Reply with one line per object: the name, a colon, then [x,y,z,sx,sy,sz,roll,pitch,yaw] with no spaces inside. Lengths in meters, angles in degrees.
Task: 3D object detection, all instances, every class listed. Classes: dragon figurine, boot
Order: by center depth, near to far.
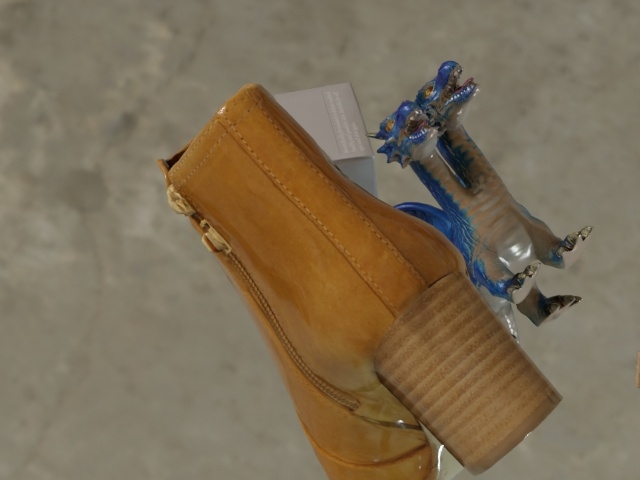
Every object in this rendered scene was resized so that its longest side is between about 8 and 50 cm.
boot: [0.005,0.031,0.954,0.104,0.295,0.211,-40,84,-16]
dragon figurine: [0.096,0.002,1.287,0.085,0.144,0.289,-36,154,-19]

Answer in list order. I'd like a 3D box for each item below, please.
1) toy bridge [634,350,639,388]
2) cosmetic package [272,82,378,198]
toy bridge: [0.274,0.101,1.514,0.026,0.188,0.063,4,97,-2]
cosmetic package: [0.000,0.000,1.638,0.107,0.127,0.238,-8,127,-5]
